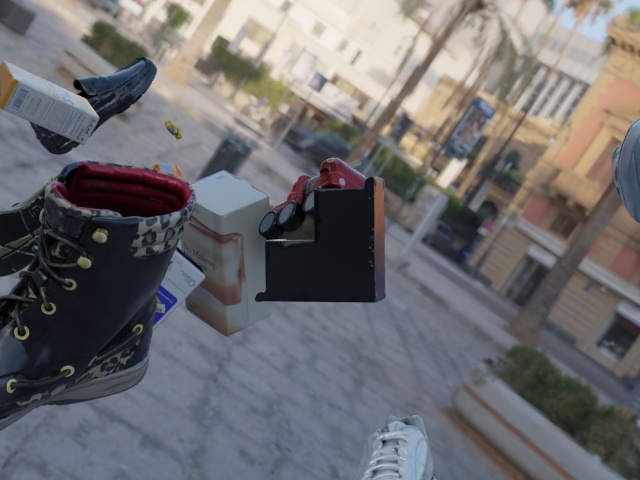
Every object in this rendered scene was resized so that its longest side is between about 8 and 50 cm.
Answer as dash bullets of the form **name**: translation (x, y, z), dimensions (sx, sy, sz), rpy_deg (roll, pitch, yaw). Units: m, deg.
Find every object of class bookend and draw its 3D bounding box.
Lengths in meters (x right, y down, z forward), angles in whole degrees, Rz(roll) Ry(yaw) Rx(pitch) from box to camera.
- **bookend**: translation (0.000, 0.000, 1.218), dimensions (0.157, 0.156, 0.072), rpy_deg (-1, 1, 14)

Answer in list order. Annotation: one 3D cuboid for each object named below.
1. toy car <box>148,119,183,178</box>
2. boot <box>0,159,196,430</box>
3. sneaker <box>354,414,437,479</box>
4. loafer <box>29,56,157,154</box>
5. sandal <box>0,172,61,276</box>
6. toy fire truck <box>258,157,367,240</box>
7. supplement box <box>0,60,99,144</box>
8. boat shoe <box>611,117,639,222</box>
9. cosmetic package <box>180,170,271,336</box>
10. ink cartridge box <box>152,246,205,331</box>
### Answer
- **toy car**: translation (-0.228, -0.116, 1.342), dimensions (0.040, 0.060, 0.122), rpy_deg (47, 26, -48)
- **boot**: translation (-0.310, 0.062, 1.031), dimensions (0.378, 0.284, 0.138), rpy_deg (-5, 41, -46)
- **sneaker**: translation (0.075, 0.272, 1.072), dimensions (0.110, 0.118, 0.292), rpy_deg (0, 2, 12)
- **loafer**: translation (-0.352, -0.224, 1.494), dimensions (0.076, 0.223, 0.078), rpy_deg (22, -32, 52)
- **sandal**: translation (-0.544, -0.031, 1.812), dimensions (0.120, 0.303, 0.086), rpy_deg (60, -14, -12)
- **toy fire truck**: translation (0.019, -0.097, 1.874), dimensions (0.159, 0.246, 0.217), rpy_deg (32, -35, -27)
- **supplement box**: translation (-0.287, -0.143, 0.993), dimensions (0.098, 0.036, 0.062), rpy_deg (24, 14, -37)
- **boat shoe**: translation (0.474, -0.114, 1.454), dimensions (0.075, 0.083, 0.226), rpy_deg (56, -9, 39)
- **cosmetic package**: translation (-0.196, 0.028, 1.966), dimensions (0.129, 0.296, 0.153), rpy_deg (-25, 39, -36)
- **ink cartridge box**: translation (-0.396, 0.130, 1.851), dimensions (0.165, 0.332, 0.065), rpy_deg (44, 1, -27)
